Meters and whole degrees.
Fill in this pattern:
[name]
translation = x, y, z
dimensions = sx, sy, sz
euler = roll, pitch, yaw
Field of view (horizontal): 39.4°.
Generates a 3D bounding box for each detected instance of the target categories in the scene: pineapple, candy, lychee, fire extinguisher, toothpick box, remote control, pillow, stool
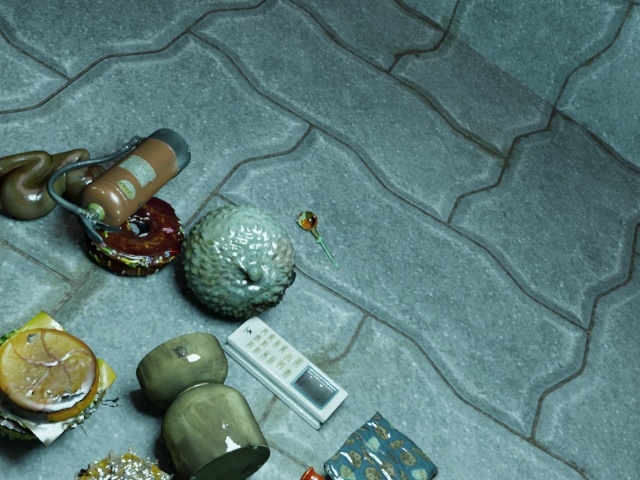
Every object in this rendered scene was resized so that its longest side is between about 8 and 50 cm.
[pineapple]
translation = -0.347, 0.464, 1.609
dimensions = 0.225, 0.076, 0.224
euler = 17, 44, -17
[candy]
translation = 0.000, 0.000, 2.312
dimensions = 0.056, 0.049, 0.184
euler = -20, 68, -33
[lychee]
translation = -0.184, 0.043, 1.994
dimensions = 0.255, 0.255, 0.274
euler = 13, 3, -19
[fire extinguisher]
translation = -0.459, -0.126, 1.995
dimensions = 0.200, 0.113, 0.376
euler = 11, 37, 20
[toothpick box]
translation = -0.002, 0.496, 1.797
dimensions = 0.083, 0.047, 0.047
euler = 37, 41, 10
[remote control]
translation = -0.076, 0.285, 1.959
dimensions = 0.277, 0.055, 0.103
euler = 39, 42, 11
[pillow]
translation = 0.131, 0.475, 1.878
dimensions = 0.189, 0.034, 0.256
euler = 41, 33, 14
[stool]
translation = -0.228, 0.335, 1.728
dimensions = 0.179, 0.179, 0.264
euler = -7, 53, -35

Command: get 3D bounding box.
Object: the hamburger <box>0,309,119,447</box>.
[hamburger]
translation = -0.515, 0.270, 1.656
dimensions = 0.262, 0.138, 0.243
euler = 38, 43, 10

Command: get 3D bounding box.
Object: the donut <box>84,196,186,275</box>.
[donut]
translation = -0.425, -0.010, 2.031
dimensions = 0.235, 0.089, 0.235
euler = 16, 42, -15

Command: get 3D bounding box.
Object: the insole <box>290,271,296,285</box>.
[insole]
translation = -0.097, 0.108, 2.166
dimensions = 0.045, 0.002, 0.135
euler = 32, 40, 5

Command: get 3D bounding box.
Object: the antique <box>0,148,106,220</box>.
[antique]
translation = -0.606, -0.124, 2.021
dimensions = 0.257, 0.121, 0.143
euler = -11, 62, -36
